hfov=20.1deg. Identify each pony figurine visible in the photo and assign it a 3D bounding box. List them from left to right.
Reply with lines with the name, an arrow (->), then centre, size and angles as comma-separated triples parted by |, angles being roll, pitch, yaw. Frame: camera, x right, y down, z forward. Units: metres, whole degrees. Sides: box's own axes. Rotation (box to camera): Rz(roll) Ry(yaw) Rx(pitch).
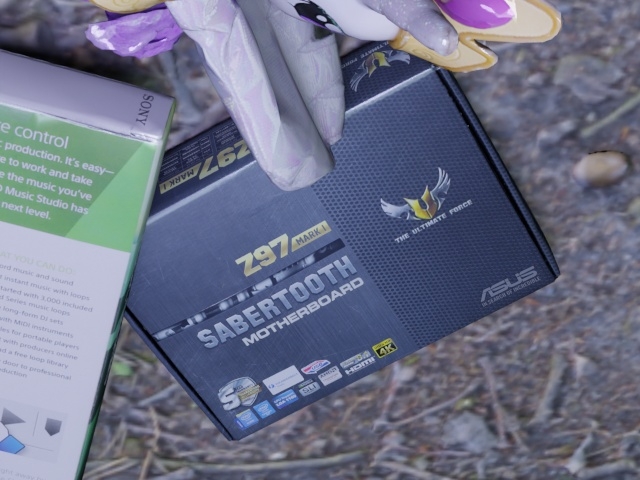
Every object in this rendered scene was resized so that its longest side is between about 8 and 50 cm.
pony figurine -> -0.074, -0.151, 0.777 | 0.363, 0.351, 0.303 | 9, 111, 5

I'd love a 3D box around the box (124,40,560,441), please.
box -> 0.000, 0.000, 1.061 | 0.232, 0.059, 0.183 | -27, 128, 8

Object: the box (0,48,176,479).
box -> -0.226, 0.034, 0.995 | 0.232, 0.058, 0.322 | 15, 125, -5
